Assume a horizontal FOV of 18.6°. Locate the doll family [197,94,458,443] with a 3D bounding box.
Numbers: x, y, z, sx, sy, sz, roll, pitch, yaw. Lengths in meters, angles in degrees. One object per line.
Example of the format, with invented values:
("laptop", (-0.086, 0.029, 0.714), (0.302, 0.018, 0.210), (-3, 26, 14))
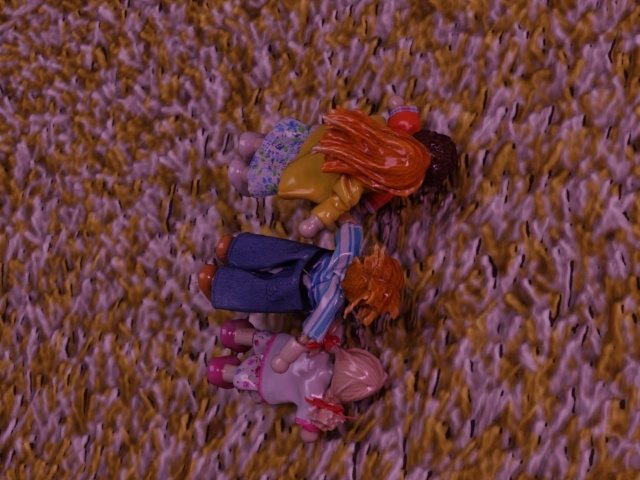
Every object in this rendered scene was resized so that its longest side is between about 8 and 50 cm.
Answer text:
("doll family", (0.000, 0.000, 1.345), (0.163, 0.118, 0.263), (4, 69, 40))
